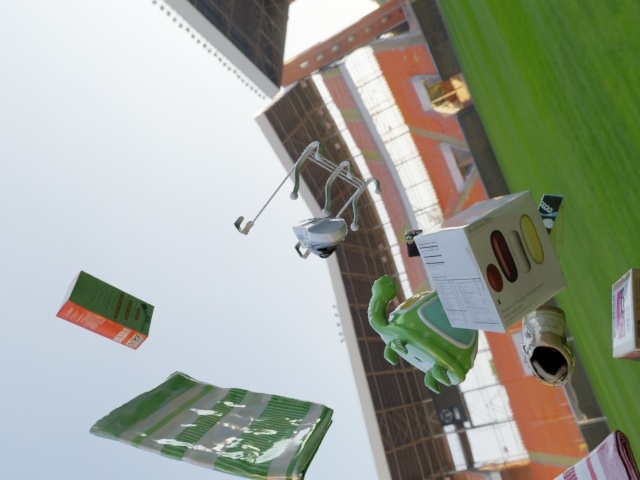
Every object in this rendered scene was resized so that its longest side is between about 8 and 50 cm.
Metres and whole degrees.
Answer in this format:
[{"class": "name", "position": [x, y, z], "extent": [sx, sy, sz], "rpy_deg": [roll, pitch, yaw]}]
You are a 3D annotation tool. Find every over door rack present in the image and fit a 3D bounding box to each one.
[{"class": "over door rack", "position": [-0.026, -0.073, 1.200], "extent": [0.239, 0.324, 0.108], "rpy_deg": [24, -146, -40]}]

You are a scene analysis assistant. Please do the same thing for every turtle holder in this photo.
[{"class": "turtle holder", "position": [0.289, 0.252, 1.312], "extent": [0.228, 0.320, 0.243], "rpy_deg": [-53, -37, -17]}]

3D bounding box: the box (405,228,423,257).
[{"class": "box", "position": [0.327, 0.010, 1.605], "extent": [0.052, 0.062, 0.084], "rpy_deg": [-55, -43, -68]}]

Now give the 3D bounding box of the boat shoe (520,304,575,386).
[{"class": "boat shoe", "position": [0.543, 0.286, 1.125], "extent": [0.341, 0.121, 0.110], "rpy_deg": [54, -140, -41]}]

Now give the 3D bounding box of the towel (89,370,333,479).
[{"class": "towel", "position": [-0.156, 0.296, 0.770], "extent": [0.248, 0.324, 0.038], "rpy_deg": [-11, -69, -76]}]

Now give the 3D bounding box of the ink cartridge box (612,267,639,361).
[{"class": "ink cartridge box", "position": [0.917, 0.218, 1.347], "extent": [0.193, 0.088, 0.235], "rpy_deg": [56, -139, -64]}]

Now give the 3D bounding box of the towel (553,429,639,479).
[{"class": "towel", "position": [0.469, 0.531, 0.862], "extent": [0.037, 0.329, 0.237], "rpy_deg": [26, -147, 3]}]

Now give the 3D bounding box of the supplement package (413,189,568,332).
[{"class": "supplement package", "position": [0.331, 0.039, 0.911], "extent": [0.194, 0.149, 0.203], "rpy_deg": [-27, -85, -24]}]

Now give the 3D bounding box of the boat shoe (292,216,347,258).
[{"class": "boat shoe", "position": [0.000, 0.000, 0.966], "extent": [0.228, 0.080, 0.076], "rpy_deg": [8, 120, 67]}]

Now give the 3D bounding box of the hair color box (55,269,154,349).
[{"class": "hair color box", "position": [-0.425, 0.141, 0.936], "extent": [0.167, 0.053, 0.093], "rpy_deg": [34, -157, -28]}]

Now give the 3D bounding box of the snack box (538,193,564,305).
[{"class": "snack box", "position": [0.617, 0.041, 1.303], "extent": [0.322, 0.060, 0.187], "rpy_deg": [-52, -45, -34]}]
